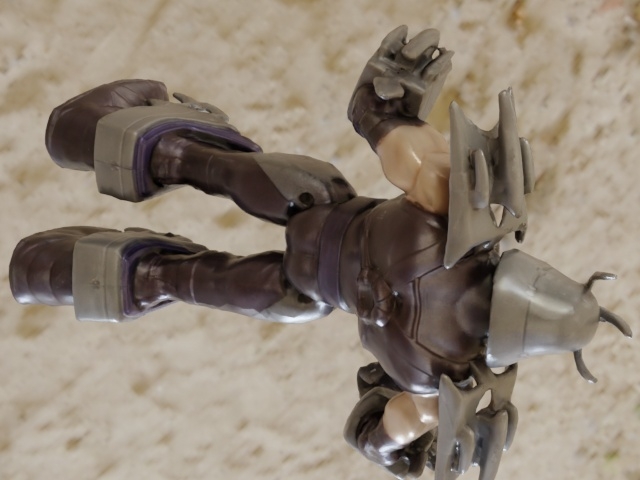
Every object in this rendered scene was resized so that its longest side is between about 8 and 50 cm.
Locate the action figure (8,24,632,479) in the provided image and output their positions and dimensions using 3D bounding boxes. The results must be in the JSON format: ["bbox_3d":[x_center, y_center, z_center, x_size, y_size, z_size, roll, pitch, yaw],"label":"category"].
[{"bbox_3d":[0.000,0.000,0.594,0.099,0.285,0.185,-7,108,-52],"label":"action figure"}]
